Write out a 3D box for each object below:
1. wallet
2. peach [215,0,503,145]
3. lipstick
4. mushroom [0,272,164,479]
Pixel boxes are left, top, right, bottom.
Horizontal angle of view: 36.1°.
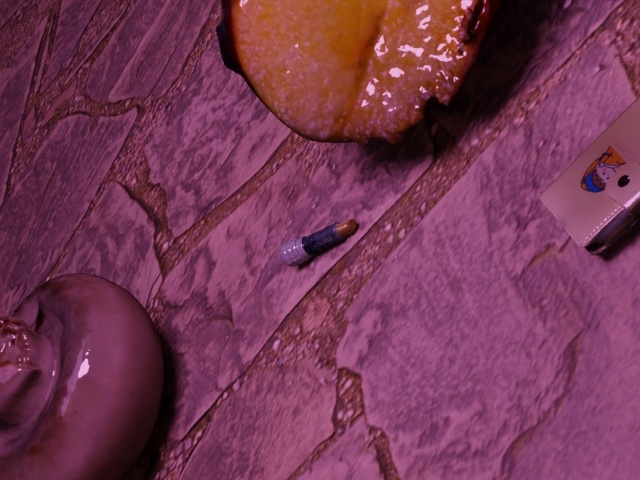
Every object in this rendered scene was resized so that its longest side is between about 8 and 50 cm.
[{"bbox_3d":[0.307,-0.066,0.996,0.155,0.039,0.110,-47,36,18],"label":"wallet"},{"bbox_3d":[0.061,-0.323,1.212,0.339,0.353,0.416,26,79,9],"label":"peach"},{"bbox_3d":[0.000,0.000,1.316,0.116,0.037,0.037,-25,50,33],"label":"lipstick"},{"bbox_3d":[-0.403,0.213,1.434,0.362,0.295,0.362,-28,47,35],"label":"mushroom"}]
